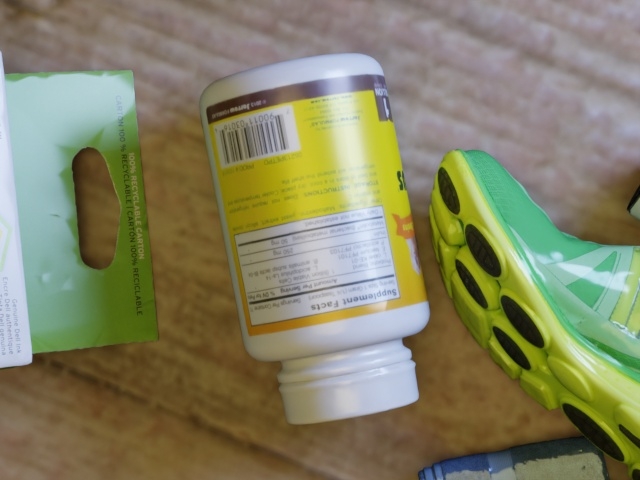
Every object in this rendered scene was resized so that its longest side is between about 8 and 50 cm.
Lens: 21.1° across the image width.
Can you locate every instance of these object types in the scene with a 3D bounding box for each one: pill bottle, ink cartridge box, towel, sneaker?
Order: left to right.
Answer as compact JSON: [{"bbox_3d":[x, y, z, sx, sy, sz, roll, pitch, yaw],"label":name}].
[{"bbox_3d":[-0.198,-0.018,1.016,0.255,0.097,0.188,-5,89,-33],"label":"ink cartridge box"},{"bbox_3d":[0.000,0.000,1.052,0.117,0.117,0.215,-11,89,5],"label":"pill bottle"},{"bbox_3d":[0.125,0.164,1.086,0.119,0.029,0.067,-11,89,5],"label":"towel"},{"bbox_3d":[0.184,0.051,1.058,0.295,0.109,0.123,45,66,8],"label":"sneaker"}]

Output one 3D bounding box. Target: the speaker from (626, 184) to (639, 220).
[{"bbox_3d":[0.261,-0.004,1.062,0.136,0.055,0.055,33,93,5],"label":"speaker"}]
